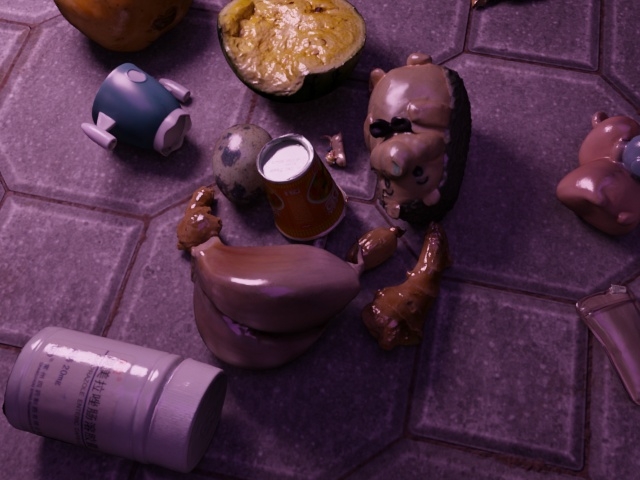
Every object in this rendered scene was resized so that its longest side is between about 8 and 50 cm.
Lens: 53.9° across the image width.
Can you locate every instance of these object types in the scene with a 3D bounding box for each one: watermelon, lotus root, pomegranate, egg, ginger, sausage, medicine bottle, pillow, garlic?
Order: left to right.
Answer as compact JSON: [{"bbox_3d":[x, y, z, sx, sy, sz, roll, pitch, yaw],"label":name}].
[{"bbox_3d":[-0.464,-0.615,1.473,0.333,0.332,0.332,0,64,0],"label":"pomegranate"},{"bbox_3d":[-0.348,0.277,1.106,0.332,0.190,0.190,12,65,6],"label":"medicine bottle"},{"bbox_3d":[-0.246,-0.047,1.328,0.096,0.067,0.165,-1,62,24],"label":"ginger"},{"bbox_3d":[-0.162,-0.163,1.345,0.141,0.141,0.181,6,71,3],"label":"egg"},{"bbox_3d":[-0.072,0.124,1.192,0.340,0.231,0.246,-2,24,-9],"label":"garlic"},{"bbox_3d":[-0.068,-0.434,1.453,0.331,0.189,0.330,7,53,-9],"label":"watermelon"},{"bbox_3d":[0.000,0.000,1.325,0.029,0.029,0.223,13,65,7],"label":"sausage"},{"bbox_3d":[0.111,0.015,1.300,0.150,0.062,0.073,-35,44,-13],"label":"lotus root"},{"bbox_3d":[0.179,0.090,1.249,0.131,0.086,0.294,28,65,2],"label":"ginger"},{"bbox_3d":[0.600,0.197,1.222,0.131,0.038,0.232,-18,66,-11],"label":"pillow"}]

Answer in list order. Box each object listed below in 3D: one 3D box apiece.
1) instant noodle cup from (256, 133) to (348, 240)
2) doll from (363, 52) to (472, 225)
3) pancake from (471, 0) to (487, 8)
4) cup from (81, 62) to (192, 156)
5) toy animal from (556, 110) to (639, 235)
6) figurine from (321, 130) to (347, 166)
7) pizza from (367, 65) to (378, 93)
[{"bbox_3d":[-0.044,-0.113,1.275,0.168,0.185,0.168,-7,59,12],"label":"instant noodle cup"},{"bbox_3d":[0.196,-0.209,1.321,0.247,0.247,0.349,-2,78,-1],"label":"doll"},{"bbox_3d":[0.490,-0.715,1.655,0.257,0.056,0.212,-11,72,-13],"label":"pancake"},{"bbox_3d":[-0.384,-0.277,1.393,0.173,0.167,0.299,32,43,6],"label":"cup"},{"bbox_3d":[0.616,-0.128,1.306,0.210,0.229,0.221,37,109,-3],"label":"toy animal"},{"bbox_3d":[0.032,-0.202,1.420,0.051,0.047,0.083,-10,71,12],"label":"figurine"},{"bbox_3d":[0.142,-0.382,1.511,0.083,0.025,0.078,-16,70,-15],"label":"pizza"}]
